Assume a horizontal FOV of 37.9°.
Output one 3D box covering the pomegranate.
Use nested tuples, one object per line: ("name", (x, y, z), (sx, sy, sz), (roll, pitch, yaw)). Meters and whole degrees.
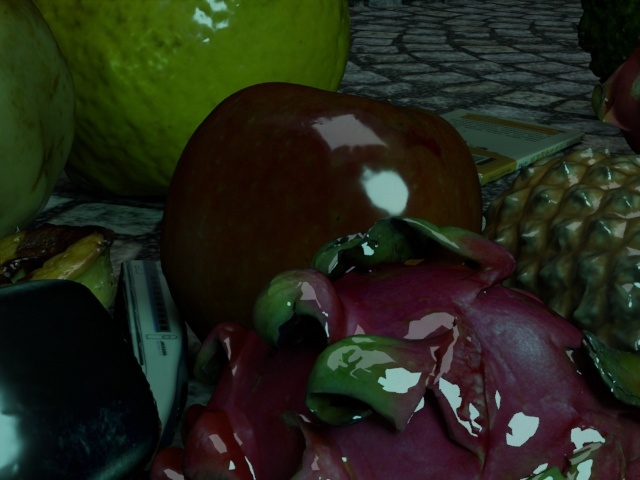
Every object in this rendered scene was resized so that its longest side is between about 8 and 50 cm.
("pomegranate", (-0.381, -0.111, 0.793), (0.333, 0.332, 0.332), (1, 21, -1))

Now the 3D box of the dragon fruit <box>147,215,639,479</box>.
("dragon fruit", (0.068, 0.108, 0.427), (0.273, 0.198, 0.218), (28, 11, 0))

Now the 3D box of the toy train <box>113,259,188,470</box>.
("toy train", (-0.112, 0.084, 0.639), (0.048, 0.055, 0.252), (5, 20, -16))

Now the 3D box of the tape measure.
("tape measure", (-0.183, 0.097, 0.414), (0.202, 0.135, 0.223), (-27, -1, 43))

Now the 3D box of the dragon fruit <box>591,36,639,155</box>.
("dragon fruit", (0.461, -0.170, 1.131), (0.224, 0.224, 0.227), (19, 22, 38))

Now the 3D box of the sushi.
("sushi", (0.570, -0.342, 1.468), (0.352, 0.293, 0.178), (-10, 21, -33))

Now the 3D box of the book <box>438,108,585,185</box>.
("book", (0.205, -0.136, 1.278), (0.208, 0.020, 0.295), (17, 26, 36))

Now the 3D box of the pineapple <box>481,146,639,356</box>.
("pineapple", (0.231, 0.062, 0.570), (0.175, 0.175, 0.361), (-5, 25, -16))

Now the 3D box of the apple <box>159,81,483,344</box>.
("apple", (0.000, 0.000, 0.655), (0.230, 0.229, 0.230), (1, 21, -1))

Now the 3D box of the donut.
("donut", (-0.216, 0.034, 0.708), (0.141, 0.059, 0.140), (-14, 23, 6))

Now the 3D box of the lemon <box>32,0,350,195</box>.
("lemon", (-0.153, -0.215, 1.019), (0.350, 0.387, 0.350), (44, 4, -4))
